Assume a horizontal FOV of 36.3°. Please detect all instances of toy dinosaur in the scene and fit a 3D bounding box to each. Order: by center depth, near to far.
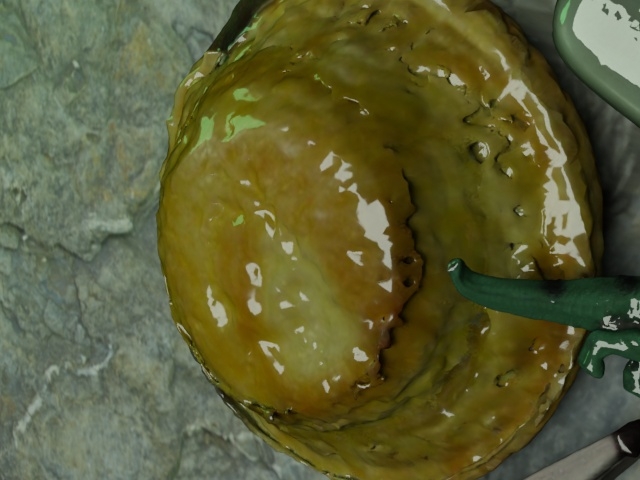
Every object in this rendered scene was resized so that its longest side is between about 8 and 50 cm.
[{"bbox_3d":[0.223,0.078,0.626,0.292,0.079,0.120,6,102,9],"label":"toy dinosaur"}]

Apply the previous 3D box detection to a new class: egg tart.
[{"bbox_3d":[0.000,0.000,0.765,0.443,0.178,0.443,7,102,37],"label":"egg tart"}]

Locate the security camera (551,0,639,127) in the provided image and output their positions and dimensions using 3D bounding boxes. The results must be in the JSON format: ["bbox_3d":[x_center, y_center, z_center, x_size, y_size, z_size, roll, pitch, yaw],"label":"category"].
[{"bbox_3d":[0.285,-0.093,0.599,0.301,0.080,0.157,43,104,13],"label":"security camera"}]

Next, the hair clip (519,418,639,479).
[{"bbox_3d":[0.136,0.244,0.749,0.331,0.085,0.101,-38,71,36],"label":"hair clip"}]
